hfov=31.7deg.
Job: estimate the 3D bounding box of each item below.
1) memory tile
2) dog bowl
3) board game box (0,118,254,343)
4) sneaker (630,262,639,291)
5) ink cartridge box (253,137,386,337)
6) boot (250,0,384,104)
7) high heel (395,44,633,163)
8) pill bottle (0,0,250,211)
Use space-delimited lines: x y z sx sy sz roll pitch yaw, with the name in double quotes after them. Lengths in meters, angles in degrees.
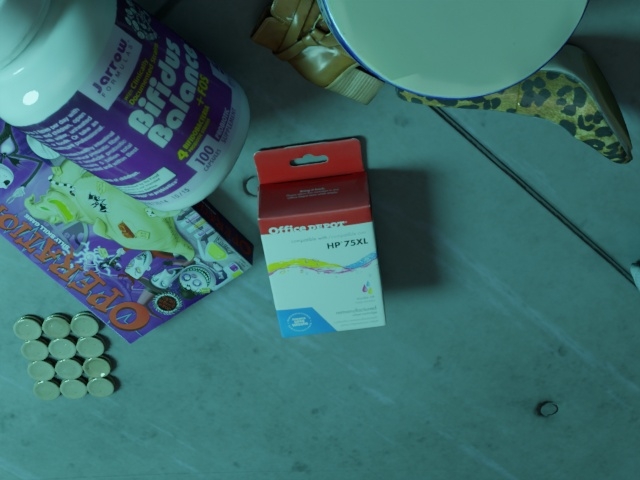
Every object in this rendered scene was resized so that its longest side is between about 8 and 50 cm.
-0.336 0.154 1.491 0.113 0.012 0.148 -4 126 1 "memory tile"
0.124 -0.268 1.074 0.265 0.104 0.265 0 103 -2 "dog bowl"
-0.266 -0.037 1.331 0.208 0.056 0.347 -30 122 24 "board game box"
0.506 0.099 1.408 0.137 0.210 0.366 -30 156 19 "sneaker"
0.000 0.000 1.346 0.134 0.078 0.231 -8 126 4 "ink cartridge box"
0.029 -0.245 1.171 0.152 0.073 0.197 27 117 -14 "boot"
0.216 -0.146 1.246 0.186 0.093 0.261 -30 120 27 "high heel"
-0.223 -0.162 1.117 0.169 0.169 0.301 -35 138 22 "pill bottle"
